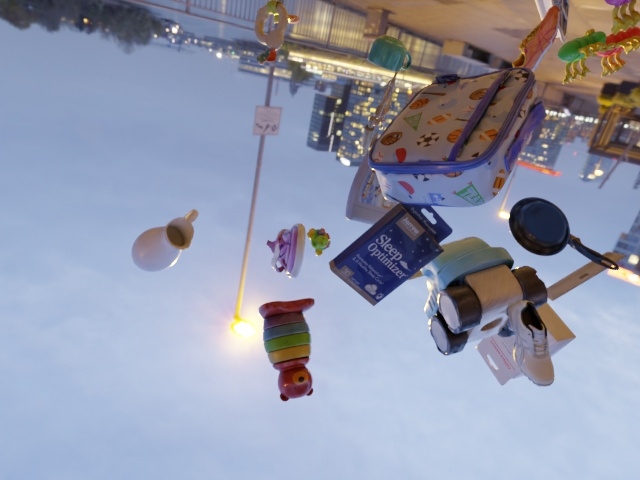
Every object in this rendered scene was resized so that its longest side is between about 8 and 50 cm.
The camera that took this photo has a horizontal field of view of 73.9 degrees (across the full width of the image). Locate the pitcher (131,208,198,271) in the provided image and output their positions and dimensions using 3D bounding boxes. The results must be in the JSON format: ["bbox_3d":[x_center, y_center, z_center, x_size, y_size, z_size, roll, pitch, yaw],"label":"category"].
[{"bbox_3d":[-0.450,-0.003,1.252,0.125,0.207,0.177,48,-144,-20],"label":"pitcher"}]

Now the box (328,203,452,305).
[{"bbox_3d":[0.144,0.020,0.843,0.136,0.225,0.036,41,-164,-25],"label":"box"}]

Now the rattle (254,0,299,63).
[{"bbox_3d":[-0.130,-0.629,1.337,0.130,0.199,0.143,-11,174,17],"label":"rattle"}]

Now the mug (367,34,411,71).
[{"bbox_3d":[0.256,-0.688,1.555,0.129,0.097,0.158,37,-146,23],"label":"mug"}]

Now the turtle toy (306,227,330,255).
[{"bbox_3d":[0.000,0.000,1.488,0.066,0.095,0.130,-24,-171,11],"label":"turtle toy"}]

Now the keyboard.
[{"bbox_3d":[0.794,0.108,1.291,0.256,0.014,0.072,-32,-167,2],"label":"keyboard"}]

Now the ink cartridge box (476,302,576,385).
[{"bbox_3d":[0.811,0.411,1.718,0.119,0.353,0.207,-4,-132,-27],"label":"ink cartridge box"}]

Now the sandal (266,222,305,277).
[{"bbox_3d":[-0.125,0.033,1.375,0.102,0.169,0.416,4,177,-12],"label":"sandal"}]

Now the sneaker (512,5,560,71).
[{"bbox_3d":[0.561,-0.518,1.107,0.068,0.175,0.064,7,-129,-3],"label":"sneaker"}]

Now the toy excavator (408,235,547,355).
[{"bbox_3d":[0.354,0.089,1.193,0.223,0.432,0.444,-15,-125,-7],"label":"toy excavator"}]

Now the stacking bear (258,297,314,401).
[{"bbox_3d":[-0.095,0.342,1.323,0.176,0.164,0.288,-2,-110,-28],"label":"stacking bear"}]

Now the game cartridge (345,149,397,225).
[{"bbox_3d":[0.208,-0.196,1.512,0.198,0.297,0.062,8,-159,-37],"label":"game cartridge"}]

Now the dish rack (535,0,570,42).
[{"bbox_3d":[0.663,-0.768,1.231,0.073,0.285,0.333,5,174,37],"label":"dish rack"}]

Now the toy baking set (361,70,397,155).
[{"bbox_3d":[0.177,-0.383,1.296,0.030,0.256,0.196,24,-112,9],"label":"toy baking set"}]

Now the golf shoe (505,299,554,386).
[{"bbox_3d":[0.428,0.205,0.858,0.069,0.176,0.086,-13,159,0],"label":"golf shoe"}]

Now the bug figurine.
[{"bbox_3d":[0.514,-0.375,0.692,0.217,0.279,0.072,-24,-104,-10],"label":"bug figurine"}]

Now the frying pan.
[{"bbox_3d":[0.716,-0.037,1.269,0.053,0.197,0.326,-26,-159,-28],"label":"frying pan"}]

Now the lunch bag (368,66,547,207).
[{"bbox_3d":[0.244,-0.190,0.746,0.243,0.114,0.303,7,-130,43],"label":"lunch bag"}]
